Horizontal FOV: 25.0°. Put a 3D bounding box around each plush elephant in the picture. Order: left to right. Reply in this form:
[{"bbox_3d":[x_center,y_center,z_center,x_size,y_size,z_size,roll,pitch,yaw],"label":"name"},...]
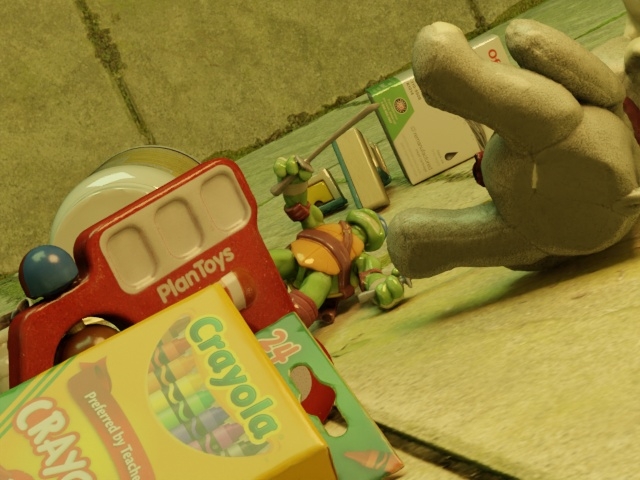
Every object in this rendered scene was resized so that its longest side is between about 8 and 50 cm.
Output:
[{"bbox_3d":[0.246,-0.117,1.413,0.329,0.272,0.255,7,34,14],"label":"plush elephant"}]

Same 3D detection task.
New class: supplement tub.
[{"bbox_3d":[-0.262,-0.004,2.116,0.241,0.241,0.331,-24,9,6],"label":"supplement tub"}]

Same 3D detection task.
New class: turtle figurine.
[{"bbox_3d":[0.000,0.000,1.580,0.266,0.198,0.274,-37,11,-35],"label":"turtle figurine"}]

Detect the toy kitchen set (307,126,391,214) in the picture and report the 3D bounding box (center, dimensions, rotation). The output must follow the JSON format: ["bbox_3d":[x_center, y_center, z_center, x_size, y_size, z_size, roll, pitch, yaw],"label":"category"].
[{"bbox_3d":[0.023,-0.073,2.239,0.166,0.122,0.207,-24,-10,10],"label":"toy kitchen set"}]

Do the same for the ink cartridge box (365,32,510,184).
[{"bbox_3d":[0.204,-0.207,2.245,0.219,0.160,0.092,-26,11,0],"label":"ink cartridge box"}]

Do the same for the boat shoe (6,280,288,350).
[{"bbox_3d":[-0.185,0.122,1.686,0.342,0.123,0.123,-12,-31,-23],"label":"boat shoe"}]

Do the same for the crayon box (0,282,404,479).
[{"bbox_3d":[-0.124,0.162,1.091,0.318,0.081,0.202,-28,45,-12],"label":"crayon box"}]

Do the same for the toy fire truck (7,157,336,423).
[{"bbox_3d":[-0.150,0.094,1.282,0.302,0.254,0.169,-31,11,-31],"label":"toy fire truck"}]

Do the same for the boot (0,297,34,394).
[{"bbox_3d":[-0.379,0.131,2.039,0.095,0.123,0.258,-19,11,31],"label":"boot"}]
